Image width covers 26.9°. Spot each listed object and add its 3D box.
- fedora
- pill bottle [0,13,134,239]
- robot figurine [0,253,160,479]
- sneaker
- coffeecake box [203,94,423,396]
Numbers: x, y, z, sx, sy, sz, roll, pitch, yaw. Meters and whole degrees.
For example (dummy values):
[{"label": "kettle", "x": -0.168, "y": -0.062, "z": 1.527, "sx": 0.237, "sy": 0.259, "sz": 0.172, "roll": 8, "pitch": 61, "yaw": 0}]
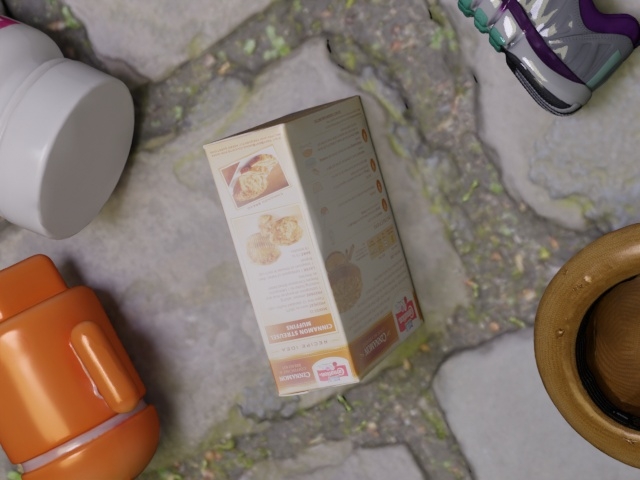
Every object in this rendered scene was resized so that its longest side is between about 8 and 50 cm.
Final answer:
[{"label": "fedora", "x": 0.247, "y": 0.067, "z": 0.925, "sx": 0.194, "sy": 0.079, "sz": 0.194, "roll": 9, "pitch": 110, "yaw": 25}, {"label": "pill bottle", "x": -0.302, "y": -0.113, "z": 1.062, "sx": 0.283, "sy": 0.160, "sz": 0.160, "roll": 22, "pitch": 111, "yaw": 15}, {"label": "robot figurine", "x": -0.215, "y": 0.124, "z": 1.107, "sx": 0.158, "sy": 0.128, "sz": 0.219, "roll": -28, "pitch": 91, "yaw": 11}, {"label": "sneaker", "x": 0.131, "y": -0.196, "z": 0.920, "sx": 0.098, "sy": 0.083, "sz": 0.224, "roll": -40, "pitch": 91, "yaw": 5}, {"label": "coffeecake box", "x": 0.000, "y": 0.000, "z": 0.974, "sx": 0.068, "sy": 0.142, "sz": 0.186, "roll": -13, "pitch": 98, "yaw": 25}]
